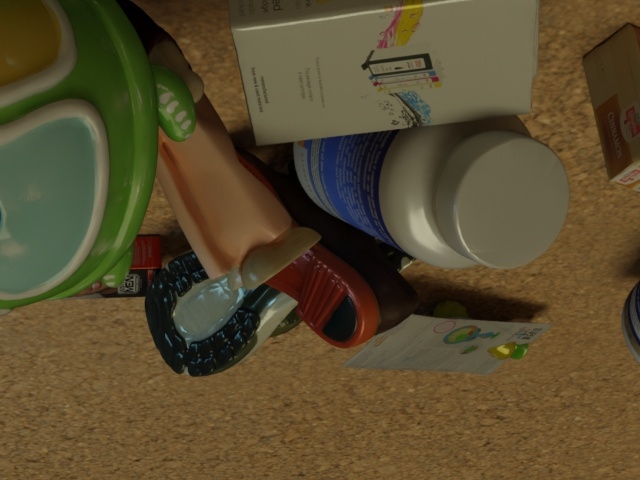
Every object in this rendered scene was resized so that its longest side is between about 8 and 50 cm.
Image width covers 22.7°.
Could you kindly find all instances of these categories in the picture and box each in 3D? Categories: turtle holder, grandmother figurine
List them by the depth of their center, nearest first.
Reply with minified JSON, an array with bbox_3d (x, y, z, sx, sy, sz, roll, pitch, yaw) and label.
[{"bbox_3d":[-0.233,-0.089,1.123,0.227,0.243,0.320,-16,156,-52],"label":"turtle holder"},{"bbox_3d":[-0.132,-0.118,1.275,0.104,0.342,0.208,-37,-175,-21],"label":"grandmother figurine"}]

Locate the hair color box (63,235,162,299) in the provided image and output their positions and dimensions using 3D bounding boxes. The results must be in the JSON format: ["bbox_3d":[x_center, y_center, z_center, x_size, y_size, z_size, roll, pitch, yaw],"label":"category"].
[{"bbox_3d":[-0.245,0.031,1.746,0.141,0.043,0.072,-1,151,-7],"label":"hair color box"}]

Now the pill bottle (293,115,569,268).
[{"bbox_3d":[0.097,-0.061,1.404,0.152,0.152,0.272,13,-171,-29],"label":"pill bottle"}]

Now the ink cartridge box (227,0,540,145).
[{"bbox_3d":[0.046,-0.201,1.268,0.232,0.171,0.168,-7,151,1],"label":"ink cartridge box"}]

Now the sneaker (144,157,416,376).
[{"bbox_3d":[0.000,0.000,1.696,0.410,0.158,0.182,-29,175,30],"label":"sneaker"}]

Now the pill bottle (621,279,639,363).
[{"bbox_3d":[0.456,0.047,1.797,0.153,0.153,0.265,2,149,-14],"label":"pill bottle"}]

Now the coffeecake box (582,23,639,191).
[{"bbox_3d":[0.348,-0.107,1.515,0.185,0.142,0.068,16,143,-33],"label":"coffeecake box"}]

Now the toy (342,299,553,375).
[{"bbox_3d":[0.153,0.111,1.950,0.237,0.056,0.137,9,144,-34],"label":"toy"}]

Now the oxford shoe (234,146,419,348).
[{"bbox_3d":[-0.014,-0.001,1.555,0.098,0.271,0.097,-16,143,-39],"label":"oxford shoe"}]
